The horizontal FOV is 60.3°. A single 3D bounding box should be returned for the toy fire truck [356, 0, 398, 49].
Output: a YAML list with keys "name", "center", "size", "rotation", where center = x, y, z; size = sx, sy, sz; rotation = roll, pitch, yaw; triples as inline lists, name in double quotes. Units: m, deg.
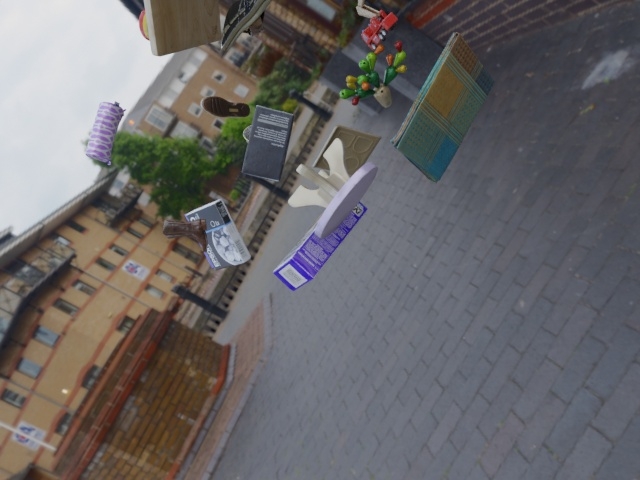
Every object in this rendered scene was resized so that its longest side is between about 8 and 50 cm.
- name: "toy fire truck"
  center: [0.142, -0.619, 1.514]
  size: [0.047, 0.135, 0.192]
  rotation: [-47, 5, -13]

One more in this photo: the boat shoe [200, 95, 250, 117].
- name: "boat shoe"
  center: [-0.467, -0.627, 2.629]
  size: [0.095, 0.257, 0.095]
  rotation: [10, 95, 48]

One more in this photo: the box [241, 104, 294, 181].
- name: "box"
  center: [-0.124, -0.226, 1.318]
  size: [0.156, 0.093, 0.158]
  rotation: [-121, 44, -83]

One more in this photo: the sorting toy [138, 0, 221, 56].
- name: "sorting toy"
  center: [-0.389, -0.650, 1.465]
  size: [0.255, 0.089, 0.257]
  rotation: [-41, -39, -47]

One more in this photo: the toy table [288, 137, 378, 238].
- name: "toy table"
  center: [0.030, -0.161, 1.678]
  size: [0.274, 0.161, 0.252]
  rotation: [-49, -14, 2]

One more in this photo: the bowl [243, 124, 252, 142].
- name: "bowl"
  center: [-0.249, -0.436, 2.397]
  size: [0.170, 0.170, 0.080]
  rotation: [-70, -14, -45]

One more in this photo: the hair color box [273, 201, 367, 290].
- name: "hair color box"
  center: [0.000, 0.000, 1.869]
  size: [0.339, 0.110, 0.185]
  rotation: [-49, 6, -30]

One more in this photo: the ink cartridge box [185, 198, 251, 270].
- name: "ink cartridge box"
  center: [-0.339, -0.009, 1.742]
  size: [0.208, 0.206, 0.045]
  rotation: [-16, 14, 42]

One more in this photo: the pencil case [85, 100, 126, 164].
- name: "pencil case"
  center: [-0.731, -0.369, 1.872]
  size: [0.086, 0.088, 0.206]
  rotation: [10, 83, 46]

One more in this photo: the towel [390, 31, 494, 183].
- name: "towel"
  center: [0.367, -0.380, 1.629]
  size: [0.040, 0.271, 0.370]
  rotation: [28, 89, 44]

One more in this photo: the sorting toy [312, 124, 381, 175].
- name: "sorting toy"
  center: [0.082, -0.326, 2.223]
  size: [0.307, 0.229, 0.041]
  rotation: [-57, 41, 37]

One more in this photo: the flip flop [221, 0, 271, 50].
- name: "flip flop"
  center: [-0.158, -0.547, 1.334]
  size: [0.277, 0.080, 0.112]
  rotation: [-29, 52, 41]

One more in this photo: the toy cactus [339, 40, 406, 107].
- name: "toy cactus"
  center: [0.168, -0.453, 1.586]
  size: [0.219, 0.180, 0.112]
  rotation: [-42, 49, 3]

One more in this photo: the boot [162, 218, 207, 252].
- name: "boot"
  center: [-0.361, -0.010, 1.469]
  size: [0.037, 0.114, 0.106]
  rotation: [-124, 31, -59]
